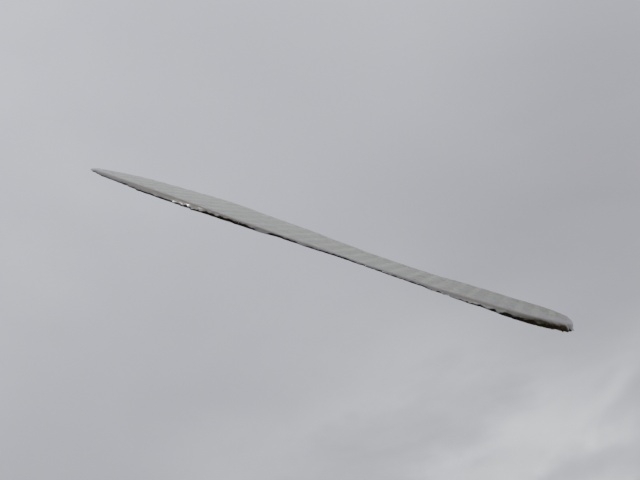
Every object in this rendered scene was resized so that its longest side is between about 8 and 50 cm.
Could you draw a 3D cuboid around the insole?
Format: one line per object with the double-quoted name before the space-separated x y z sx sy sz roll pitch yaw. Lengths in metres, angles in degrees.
"insole" 0.000 0.000 0.447 0.086 0.253 0.005 0 -72 -71
